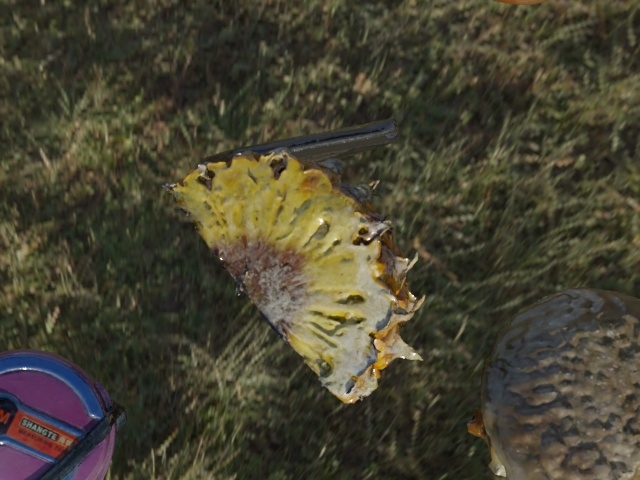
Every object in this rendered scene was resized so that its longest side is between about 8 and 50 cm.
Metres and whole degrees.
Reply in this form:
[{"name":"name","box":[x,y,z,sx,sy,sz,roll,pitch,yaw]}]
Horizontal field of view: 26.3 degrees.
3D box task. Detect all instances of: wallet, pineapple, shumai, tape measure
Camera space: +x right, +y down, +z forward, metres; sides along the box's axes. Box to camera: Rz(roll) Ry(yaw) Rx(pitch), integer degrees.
[{"name":"wallet","box":[-0.030,-0.114,1.761,0.250,0.149,0.044,-13,92,-22]},{"name":"pineapple","box":[0.000,0.000,1.030,0.135,0.079,0.233,-46,72,9]},{"name":"shumai","box":[0.148,0.101,0.796,0.146,0.116,0.145,2,71,-6]},{"name":"tape measure","box":[-0.383,0.266,1.778,0.232,0.149,0.245,26,76,-4]}]

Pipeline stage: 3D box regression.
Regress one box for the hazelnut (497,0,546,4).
[{"name":"hazelnut","box":[0.219,-0.374,1.514,0.210,0.186,0.210,-7,71,22]}]
